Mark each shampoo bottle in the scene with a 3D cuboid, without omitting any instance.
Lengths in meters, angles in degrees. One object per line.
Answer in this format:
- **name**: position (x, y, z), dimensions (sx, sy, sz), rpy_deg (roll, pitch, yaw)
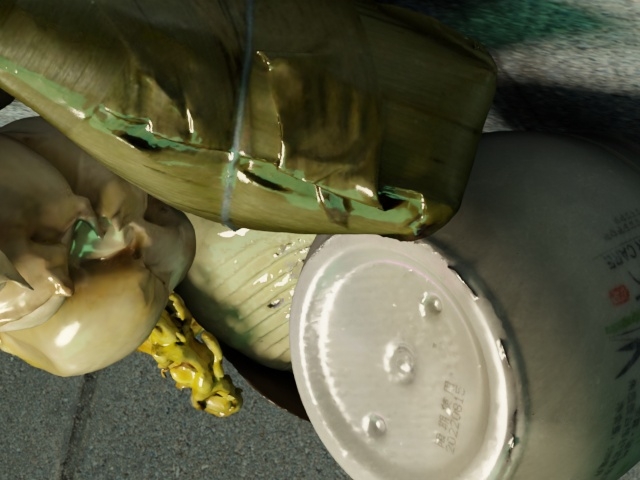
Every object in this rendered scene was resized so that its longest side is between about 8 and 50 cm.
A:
- **shampoo bottle**: position (0.137, 0.056, 1.232), dimensions (0.273, 0.273, 0.266), rpy_deg (4, -161, 45)

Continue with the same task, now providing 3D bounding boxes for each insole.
- **insole**: position (-0.068, 0.087, 1.577), dimensions (0.111, 0.007, 0.328), rpy_deg (29, -170, -25)

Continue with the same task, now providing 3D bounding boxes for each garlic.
- **garlic**: position (-0.209, -0.004, 1.206), dimensions (0.281, 0.185, 0.203), rpy_deg (11, 160, -38)

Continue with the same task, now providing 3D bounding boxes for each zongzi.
- **zongzi**: position (-0.115, -0.096, 1.077), dimensions (0.360, 0.160, 0.323), rpy_deg (11, 174, -20)

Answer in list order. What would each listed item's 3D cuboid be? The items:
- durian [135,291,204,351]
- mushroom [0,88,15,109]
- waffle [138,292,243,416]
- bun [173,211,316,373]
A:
- **durian**: position (-0.235, 0.046, 2.204), dimensions (0.305, 0.196, 0.185), rpy_deg (18, 164, -21)
- **mushroom**: position (-0.294, -0.145, 1.200), dimensions (0.188, 0.141, 0.117), rpy_deg (-11, 152, -19)
- **waffle**: position (-0.177, 0.054, 1.480), dimensions (0.262, 0.060, 0.280), rpy_deg (29, 167, 45)
- **bun**: position (0.005, 0.000, 1.450), dimensions (0.272, 0.168, 0.273), rpy_deg (2, 139, 2)
